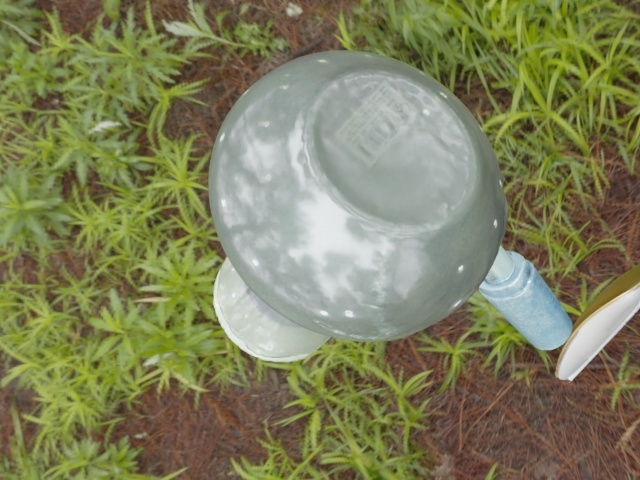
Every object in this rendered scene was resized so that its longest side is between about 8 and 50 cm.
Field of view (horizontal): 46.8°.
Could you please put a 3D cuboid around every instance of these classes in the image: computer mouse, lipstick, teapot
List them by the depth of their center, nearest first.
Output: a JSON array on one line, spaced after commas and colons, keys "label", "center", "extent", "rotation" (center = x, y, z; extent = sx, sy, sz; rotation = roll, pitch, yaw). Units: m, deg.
[{"label": "teapot", "center": [0.000, 0.000, 0.504], "extent": [0.184, 0.251, 0.183], "rotation": [8, 64, -17]}, {"label": "lipstick", "center": [0.205, 0.034, 0.848], "extent": [0.068, 0.274, 0.061], "rotation": [-2, 54, 47]}, {"label": "computer mouse", "center": [0.414, 0.114, 1.080], "extent": [0.056, 0.126, 0.245], "rotation": [40, 139, 20]}]
